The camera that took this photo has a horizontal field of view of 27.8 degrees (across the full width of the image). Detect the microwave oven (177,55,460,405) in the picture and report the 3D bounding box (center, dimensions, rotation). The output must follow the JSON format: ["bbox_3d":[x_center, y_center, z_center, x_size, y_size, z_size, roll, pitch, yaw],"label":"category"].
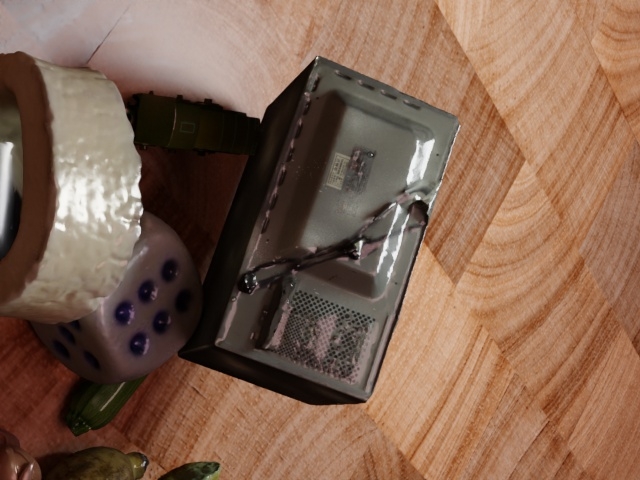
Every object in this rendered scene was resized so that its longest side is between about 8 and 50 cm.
[{"bbox_3d":[-0.007,-0.001,1.893,0.236,0.374,0.432,21,78,-11],"label":"microwave oven"}]

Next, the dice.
[{"bbox_3d":[-0.294,0.074,1.825,0.193,0.192,0.194,-43,127,-35],"label":"dice"}]

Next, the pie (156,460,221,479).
[{"bbox_3d":[-0.255,0.440,1.940,0.105,0.257,0.274,41,58,4],"label":"pie"}]

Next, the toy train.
[{"bbox_3d":[-0.188,-0.169,1.928,0.225,0.137,0.090,2,98,-48],"label":"toy train"}]

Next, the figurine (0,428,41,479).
[{"bbox_3d":[-0.446,0.304,1.753,0.126,0.157,0.114,-21,94,-39],"label":"figurine"}]

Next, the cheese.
[{"bbox_3d":[-0.377,-0.065,1.635,0.153,0.292,0.332,13,78,-49],"label":"cheese"}]

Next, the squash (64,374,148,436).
[{"bbox_3d":[-0.302,0.202,1.936,0.219,0.077,0.068,-52,124,-25],"label":"squash"}]

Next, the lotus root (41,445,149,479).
[{"bbox_3d":[-0.337,0.371,1.901,0.214,0.138,0.138,-27,119,-55],"label":"lotus root"}]
